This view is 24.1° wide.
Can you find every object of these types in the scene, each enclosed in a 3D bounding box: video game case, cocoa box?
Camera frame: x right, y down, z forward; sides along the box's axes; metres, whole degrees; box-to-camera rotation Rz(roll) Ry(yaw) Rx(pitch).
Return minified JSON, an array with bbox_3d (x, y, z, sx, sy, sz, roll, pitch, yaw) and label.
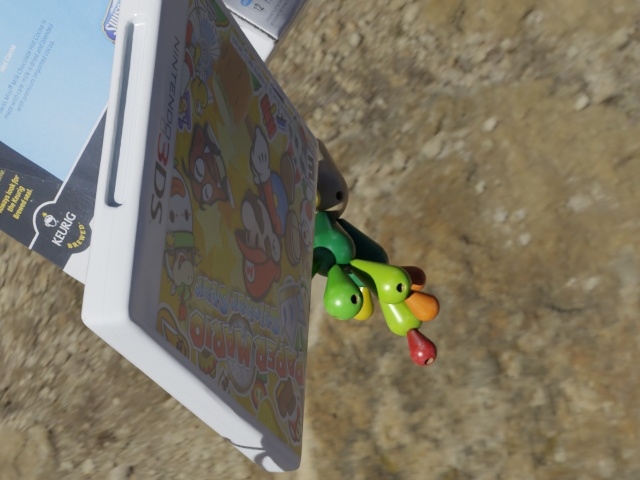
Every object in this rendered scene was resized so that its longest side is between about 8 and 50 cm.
[{"bbox_3d":[-0.050,-0.013,0.762,0.026,0.227,0.206,-5,64,18],"label":"video game case"},{"bbox_3d":[-0.180,-0.168,1.392,0.228,0.347,0.231,32,37,-5],"label":"cocoa box"}]

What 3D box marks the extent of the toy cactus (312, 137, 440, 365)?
[{"bbox_3d":[0.000,0.000,1.131,0.219,0.112,0.180,27,33,-34],"label":"toy cactus"}]
